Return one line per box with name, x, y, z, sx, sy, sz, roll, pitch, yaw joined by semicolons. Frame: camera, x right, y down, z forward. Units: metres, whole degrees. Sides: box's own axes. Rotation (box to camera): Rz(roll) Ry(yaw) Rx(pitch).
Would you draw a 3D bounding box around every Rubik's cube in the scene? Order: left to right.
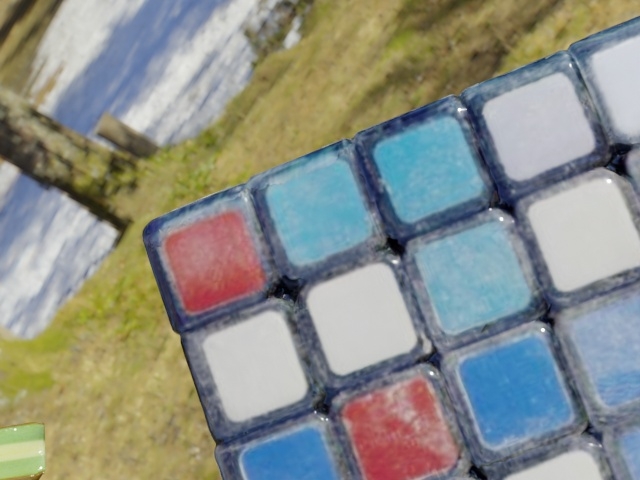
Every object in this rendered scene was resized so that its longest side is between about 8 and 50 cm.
Rubik's cube;0.108;0.086;0.640;0.287;0.292;0.293;-21;81;6

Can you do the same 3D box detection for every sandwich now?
sandwich;-0.358;0.227;1.197;0.074;0.116;0.074;-47;41;33
